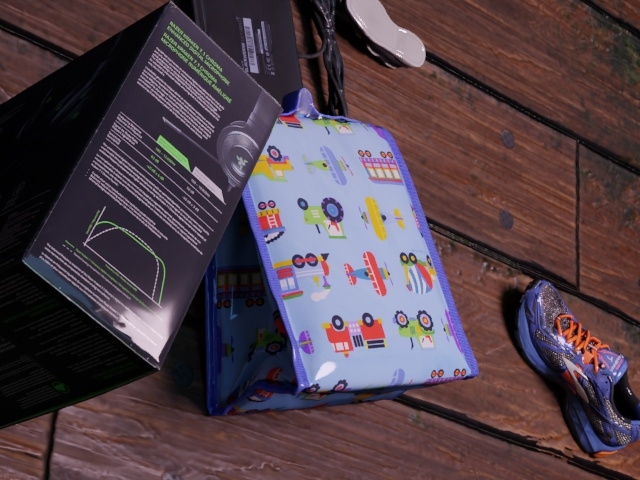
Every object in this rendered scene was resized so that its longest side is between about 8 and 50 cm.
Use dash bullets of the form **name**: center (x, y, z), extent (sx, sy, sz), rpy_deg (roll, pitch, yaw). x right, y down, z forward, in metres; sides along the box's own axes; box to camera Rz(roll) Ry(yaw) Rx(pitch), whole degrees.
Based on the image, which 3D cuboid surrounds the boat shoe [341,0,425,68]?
- **boat shoe**: center (0.058, -0.218, 1.690), extent (0.125, 0.038, 0.046), rpy_deg (30, 63, -41)

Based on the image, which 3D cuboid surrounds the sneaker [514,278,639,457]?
- **sneaker**: center (0.290, 0.131, 1.758), extent (0.221, 0.087, 0.083), rpy_deg (55, 45, -14)

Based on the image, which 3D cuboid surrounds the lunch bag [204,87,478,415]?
- **lunch bag**: center (0.000, 0.000, 1.483), extent (0.221, 0.138, 0.293), rpy_deg (0, 76, -42)

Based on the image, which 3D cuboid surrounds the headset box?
- **headset box**: center (-0.187, -0.021, 1.238), extent (0.131, 0.246, 0.283), rpy_deg (42, 49, -25)

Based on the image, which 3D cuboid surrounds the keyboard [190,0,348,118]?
- **keyboard**: center (-0.047, -0.182, 1.590), extent (0.201, 0.033, 0.317), rpy_deg (4, 73, -42)
